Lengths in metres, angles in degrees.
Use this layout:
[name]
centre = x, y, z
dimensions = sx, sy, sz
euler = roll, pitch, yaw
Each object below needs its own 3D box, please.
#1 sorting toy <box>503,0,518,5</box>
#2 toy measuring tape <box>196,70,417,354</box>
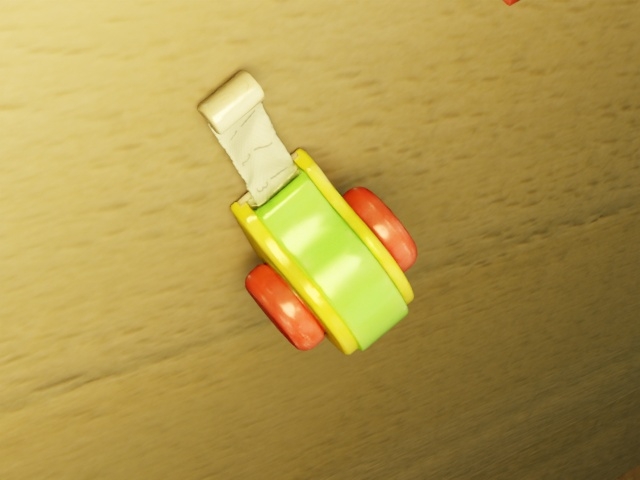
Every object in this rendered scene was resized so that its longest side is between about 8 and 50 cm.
[sorting toy]
centre = 0.168, -0.257, 0.962
dimensions = 0.132, 0.046, 0.274
euler = -33, 157, -27
[toy measuring tape]
centre = 0.000, 0.000, 1.064
dimensions = 0.121, 0.121, 0.330
euler = -41, 159, -7
